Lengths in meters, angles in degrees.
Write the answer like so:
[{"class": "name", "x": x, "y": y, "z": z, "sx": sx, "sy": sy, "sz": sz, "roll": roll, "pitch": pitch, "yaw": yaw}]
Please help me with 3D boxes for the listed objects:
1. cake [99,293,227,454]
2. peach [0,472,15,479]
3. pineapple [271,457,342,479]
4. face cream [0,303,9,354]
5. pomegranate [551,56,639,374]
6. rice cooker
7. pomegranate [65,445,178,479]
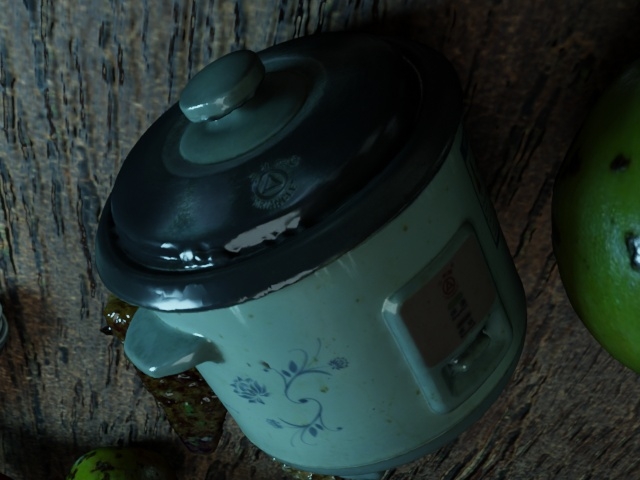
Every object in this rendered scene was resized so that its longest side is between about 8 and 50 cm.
[{"class": "cake", "x": -0.098, "y": 0.106, "z": 0.824, "sx": 0.135, "sy": 0.112, "sz": 0.246, "roll": -10, "pitch": 131, "yaw": 14}, {"class": "peach", "x": -0.413, "y": 0.342, "z": 0.993, "sx": 0.267, "sy": 0.154, "sz": 0.159, "roll": 6, "pitch": 153, "yaw": 6}, {"class": "pineapple", "x": 0.028, "y": 0.143, "z": 0.852, "sx": 0.119, "sy": 0.111, "sz": 0.237, "roll": -3, "pitch": 136, "yaw": -33}, {"class": "face cream", "x": -0.409, "y": 0.150, "z": 0.934, "sx": 0.073, "sy": 0.073, "sz": 0.283, "roll": 27, "pitch": 131, "yaw": -17}, {"class": "pomegranate", "x": 0.289, "y": -0.041, "z": 0.516, "sx": 0.291, "sy": 0.290, "sz": 0.323, "roll": -3, "pitch": 133, "yaw": 10}, {"class": "rice cooker", "x": 0.000, "y": 0.000, "z": 0.599, "sx": 0.264, "sy": 0.316, "sz": 0.316, "roll": 26, "pitch": 156, "yaw": 51}, {"class": "pomegranate", "x": -0.253, "y": 0.325, "z": 1.039, "sx": 0.159, "sy": 0.159, "sz": 0.205, "roll": 33, "pitch": 159, "yaw": -22}]
